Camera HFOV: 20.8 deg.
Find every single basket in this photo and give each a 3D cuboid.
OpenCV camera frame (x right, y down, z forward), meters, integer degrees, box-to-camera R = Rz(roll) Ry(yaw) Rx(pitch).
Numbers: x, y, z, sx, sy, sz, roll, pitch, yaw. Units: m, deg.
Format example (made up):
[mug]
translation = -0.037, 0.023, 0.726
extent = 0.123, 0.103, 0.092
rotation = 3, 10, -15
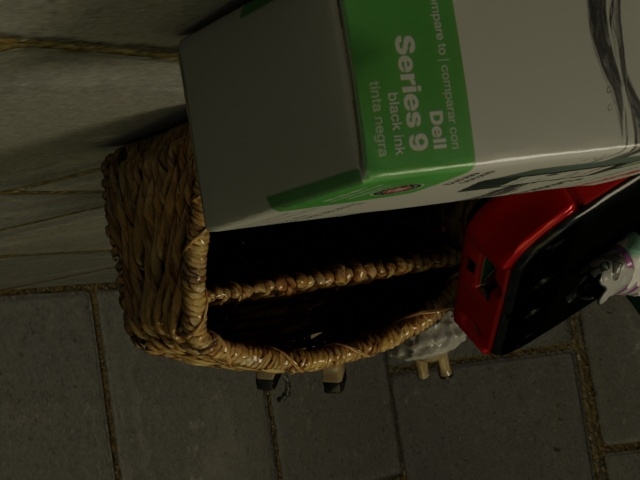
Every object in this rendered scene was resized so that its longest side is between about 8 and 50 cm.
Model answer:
[basket]
translation = 0.000, 0.000, 1.441
extent = 0.299, 0.213, 0.223
rotation = -7, 176, -33

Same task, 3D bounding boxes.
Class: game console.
[game console]
translation = 0.263, -0.044, 1.381
extent = 0.342, 0.060, 0.386
rotation = -32, 165, -7

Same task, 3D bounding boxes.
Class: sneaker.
[sneaker]
translation = 0.220, 0.031, 1.351
extent = 0.069, 0.038, 0.098
rotation = -31, 155, -4

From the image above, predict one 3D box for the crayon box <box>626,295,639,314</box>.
[crayon box]
translation = 0.363, -0.032, 1.357
extent = 0.203, 0.083, 0.323
rotation = -31, 165, -11

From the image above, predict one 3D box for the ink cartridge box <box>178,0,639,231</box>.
[ink cartridge box]
translation = 0.094, -0.090, 1.009
extent = 0.289, 0.121, 0.211
rotation = -7, 176, -27

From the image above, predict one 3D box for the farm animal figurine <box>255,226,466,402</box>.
[farm animal figurine]
translation = -0.032, 0.009, 1.743
extent = 0.330, 0.172, 0.326
rotation = -9, -143, 1
